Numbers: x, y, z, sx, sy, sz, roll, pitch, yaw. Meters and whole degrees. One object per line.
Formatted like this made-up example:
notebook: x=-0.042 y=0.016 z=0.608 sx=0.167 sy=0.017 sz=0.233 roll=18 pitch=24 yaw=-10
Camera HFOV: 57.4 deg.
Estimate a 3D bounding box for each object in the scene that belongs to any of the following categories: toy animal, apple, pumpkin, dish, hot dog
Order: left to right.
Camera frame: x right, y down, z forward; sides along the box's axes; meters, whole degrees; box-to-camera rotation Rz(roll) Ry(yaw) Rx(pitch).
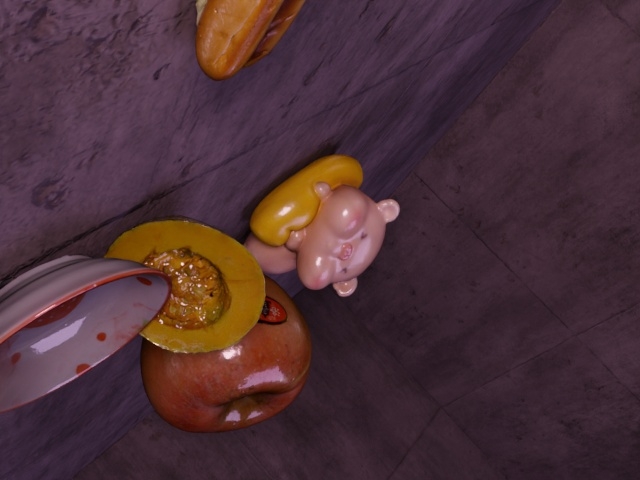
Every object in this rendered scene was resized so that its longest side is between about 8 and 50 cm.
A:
dish: x=-0.305 y=0.088 z=0.675 sx=0.260 sy=0.085 sz=0.260 roll=-36 pitch=167 yaw=-10
pumpkin: x=-0.184 y=0.045 z=0.804 sx=0.217 sy=0.217 sz=0.110 roll=-46 pitch=-156 yaw=19
apple: x=-0.183 y=0.197 z=1.150 sx=0.338 sy=0.305 sz=0.338 roll=-16 pitch=146 yaw=-11
hot dog: x=-0.030 y=-0.227 z=0.446 sx=0.249 sy=0.068 sz=0.100 roll=-46 pitch=-174 yaw=39
toy animal: x=-0.011 y=0.007 z=1.195 sx=0.345 sy=0.247 sz=0.277 roll=-46 pitch=170 yaw=25
